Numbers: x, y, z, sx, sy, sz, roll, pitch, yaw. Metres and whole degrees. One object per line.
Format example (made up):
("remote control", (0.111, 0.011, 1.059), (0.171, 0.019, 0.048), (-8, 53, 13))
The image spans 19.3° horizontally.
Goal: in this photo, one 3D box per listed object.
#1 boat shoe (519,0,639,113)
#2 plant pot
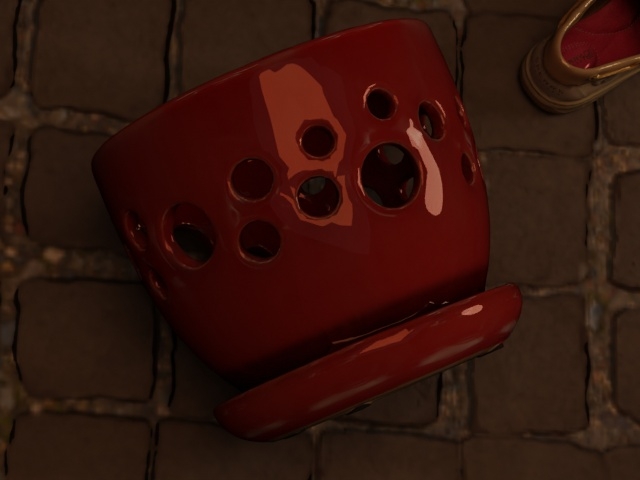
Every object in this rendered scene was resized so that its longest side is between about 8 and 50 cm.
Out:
("boat shoe", (0.194, -0.134, 1.100), (0.170, 0.059, 0.063), (-38, 85, -17))
("plant pot", (0.000, 0.000, 0.962), (0.191, 0.191, 0.174), (-21, 83, -15))
